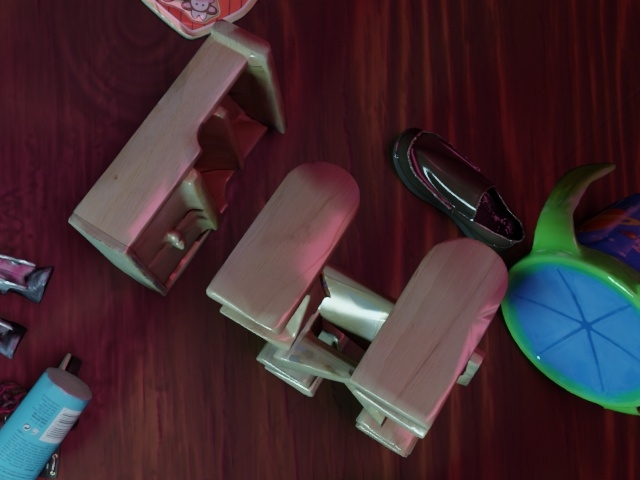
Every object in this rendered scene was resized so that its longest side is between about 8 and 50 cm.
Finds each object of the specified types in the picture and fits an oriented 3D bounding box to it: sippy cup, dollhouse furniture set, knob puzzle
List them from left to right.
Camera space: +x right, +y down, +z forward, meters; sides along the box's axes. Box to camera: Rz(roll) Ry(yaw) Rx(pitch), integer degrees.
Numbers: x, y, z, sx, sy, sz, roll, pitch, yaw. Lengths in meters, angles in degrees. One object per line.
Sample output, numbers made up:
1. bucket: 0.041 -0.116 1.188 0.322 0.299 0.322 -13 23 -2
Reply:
1. knob puzzle: -0.144 -0.335 0.926 0.213 0.030 0.213 1 86 -22
2. dollhouse furniture set: 0.000 0.000 0.800 0.394 0.362 0.256 30 76 13
3. sippy cup: 0.394 0.058 1.026 0.240 0.305 0.224 35 55 28

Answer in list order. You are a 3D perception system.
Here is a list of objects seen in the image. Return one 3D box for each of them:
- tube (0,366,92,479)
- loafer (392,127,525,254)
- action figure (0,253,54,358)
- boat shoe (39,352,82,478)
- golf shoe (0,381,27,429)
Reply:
1. tube: -0.307 0.223 0.777 0.080 0.052 0.207 36 90 -32
2. loafer: 0.189 -0.068 1.015 0.220 0.078 0.080 39 74 -15
3. action figure: -0.413 0.013 0.761 0.285 0.099 0.185 25 83 -16
4. boat shoe: -0.275 0.184 0.829 0.042 0.049 0.133 18 87 -16
5. golf shoe: -0.374 0.215 0.788 0.186 0.067 0.086 -36 141 -30
